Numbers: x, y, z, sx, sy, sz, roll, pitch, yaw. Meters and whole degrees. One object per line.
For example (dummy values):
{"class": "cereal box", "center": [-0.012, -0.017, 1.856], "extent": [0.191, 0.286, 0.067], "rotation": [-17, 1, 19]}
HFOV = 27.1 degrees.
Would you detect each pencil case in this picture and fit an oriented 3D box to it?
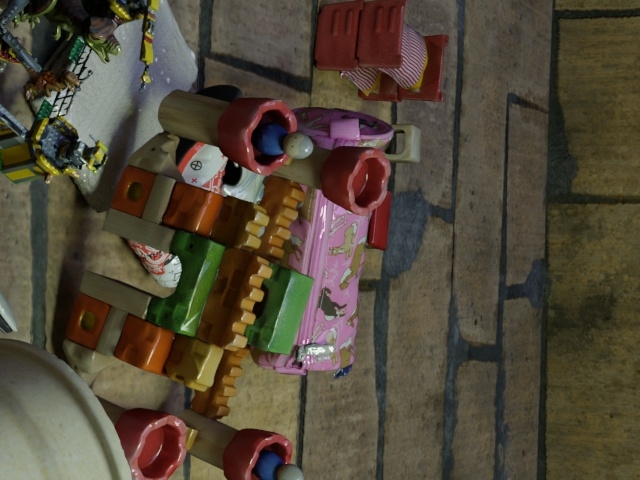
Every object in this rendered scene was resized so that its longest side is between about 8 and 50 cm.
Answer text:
{"class": "pencil case", "center": [0.000, 0.000, 1.866], "extent": [0.160, 0.167, 0.386], "rotation": [-5, 113, -39]}

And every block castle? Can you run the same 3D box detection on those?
{"class": "block castle", "center": [-0.095, 0.067, 1.560], "extent": [0.303, 0.213, 0.453], "rotation": [22, 87, -54]}

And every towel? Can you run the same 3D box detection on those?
{"class": "towel", "center": [-0.237, -0.189, 1.582], "extent": [0.282, 0.049, 0.187], "rotation": [-66, 145, -38]}

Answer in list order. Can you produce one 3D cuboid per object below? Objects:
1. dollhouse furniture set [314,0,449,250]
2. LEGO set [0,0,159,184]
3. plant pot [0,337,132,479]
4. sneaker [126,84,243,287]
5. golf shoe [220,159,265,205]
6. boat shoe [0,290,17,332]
{"class": "dollhouse furniture set", "center": [0.091, -0.181, 2.137], "extent": [0.201, 0.152, 0.374], "rotation": [19, 75, -63]}
{"class": "LEGO set", "center": [-0.250, -0.227, 1.337], "extent": [0.255, 0.192, 0.331], "rotation": [53, 45, -33]}
{"class": "plant pot", "center": [-0.371, 0.256, 1.078], "extent": [0.305, 0.334, 0.334], "rotation": [-1, 92, -52]}
{"class": "sneaker", "center": [-0.161, -0.067, 1.701], "extent": [0.270, 0.090, 0.145], "rotation": [-63, 145, -36]}
{"class": "golf shoe", "center": [-0.100, -0.118, 1.852], "extent": [0.086, 0.069, 0.176], "rotation": [49, 48, -47]}
{"class": "boat shoe", "center": [-0.353, 0.059, 1.369], "extent": [0.046, 0.038, 0.125], "rotation": [58, -4, 38]}
